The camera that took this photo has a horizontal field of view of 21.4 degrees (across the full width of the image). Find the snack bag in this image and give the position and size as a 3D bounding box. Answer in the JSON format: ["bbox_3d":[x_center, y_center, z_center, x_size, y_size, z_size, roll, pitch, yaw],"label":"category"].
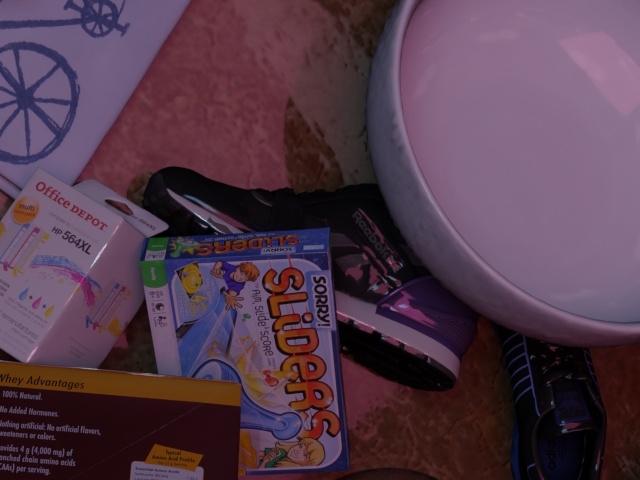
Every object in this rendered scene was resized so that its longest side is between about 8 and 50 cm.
[{"bbox_3d":[-0.247,-0.232,1.230,0.342,0.037,0.323,34,84,-27],"label":"snack bag"}]

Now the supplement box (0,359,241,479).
[{"bbox_3d":[-0.158,0.203,1.168,0.191,0.129,0.194,6,54,-6],"label":"supplement box"}]

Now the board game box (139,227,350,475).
[{"bbox_3d":[-0.052,0.086,1.252,0.136,0.035,0.201,-4,122,4],"label":"board game box"}]

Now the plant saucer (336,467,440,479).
[{"bbox_3d":[0.055,0.281,1.345,0.198,0.036,0.198,0,91,-13],"label":"plant saucer"}]

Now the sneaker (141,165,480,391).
[{"bbox_3d":[0.000,0.000,1.311,0.283,0.107,0.124,30,69,-15],"label":"sneaker"}]

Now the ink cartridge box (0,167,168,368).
[{"bbox_3d":[-0.187,0.023,1.240,0.092,0.090,0.143,29,82,26],"label":"ink cartridge box"}]

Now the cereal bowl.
[{"bbox_3d":[0.181,-0.072,1.294,0.339,0.141,0.339,8,67,-20],"label":"cereal bowl"}]

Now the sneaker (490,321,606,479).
[{"bbox_3d":[0.187,0.101,1.347,0.081,0.090,0.232,-8,93,-13],"label":"sneaker"}]
